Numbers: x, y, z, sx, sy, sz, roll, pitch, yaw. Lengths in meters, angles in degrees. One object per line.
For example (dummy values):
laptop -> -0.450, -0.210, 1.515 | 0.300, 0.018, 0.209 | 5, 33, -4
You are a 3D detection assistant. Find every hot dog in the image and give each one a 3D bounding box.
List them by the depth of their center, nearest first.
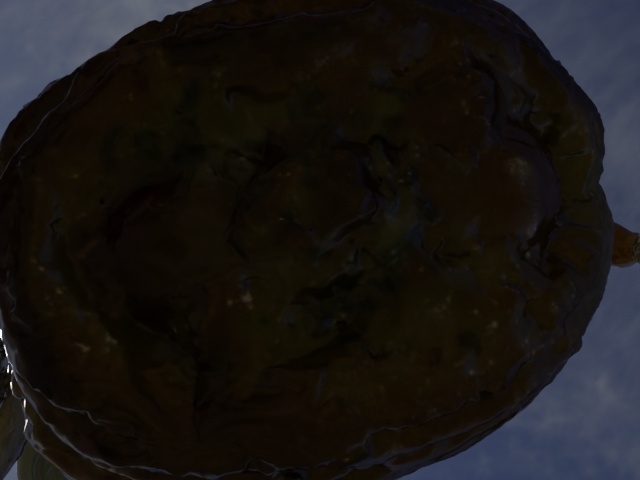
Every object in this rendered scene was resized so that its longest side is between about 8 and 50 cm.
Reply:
hot dog -> 0.000, 0.000, 0.475 | 0.272, 0.122, 0.196 | -13, -90, -9

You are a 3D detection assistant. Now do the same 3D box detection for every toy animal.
toy animal -> 0.260, -0.006, 0.982 | 0.083, 0.060, 0.081 | -20, -86, 45

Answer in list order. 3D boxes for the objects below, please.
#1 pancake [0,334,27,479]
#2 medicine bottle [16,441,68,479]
pancake -> -0.268, 0.149, 0.806 | 0.049, 0.282, 0.282 | 39, -56, -23
medicine bottle -> -0.212, 0.130, 1.223 | 0.243, 0.395, 0.242 | 1, -62, 1
